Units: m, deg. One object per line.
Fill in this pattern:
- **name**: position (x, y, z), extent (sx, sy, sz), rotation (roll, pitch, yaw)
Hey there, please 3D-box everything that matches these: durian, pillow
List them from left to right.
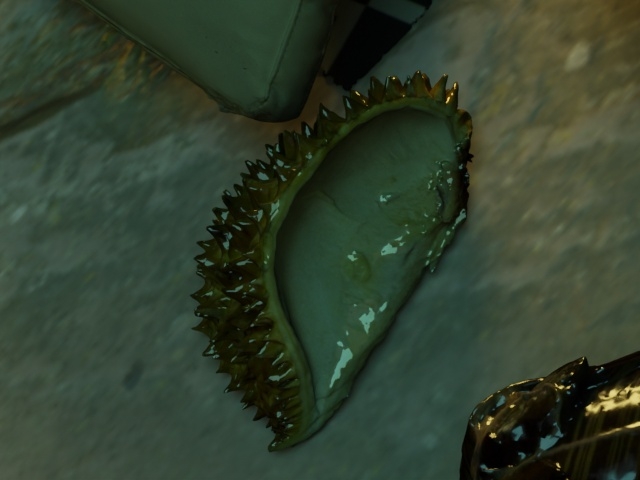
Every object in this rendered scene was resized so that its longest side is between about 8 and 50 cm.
- **pillow**: position (-0.092, -0.248, 0.978), extent (0.322, 0.120, 0.255), rotation (36, 109, 32)
- **durian**: position (0.000, 0.000, 0.947), extent (0.139, 0.144, 0.252), rotation (39, 76, -16)

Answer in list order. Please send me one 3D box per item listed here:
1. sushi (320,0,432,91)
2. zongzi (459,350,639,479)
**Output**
- **sushi**: position (0.015, -0.322, 1.046), extent (0.339, 0.069, 0.320), rotation (-45, 68, -3)
- **zongzi**: position (0.238, 0.062, 0.838), extent (0.289, 0.154, 0.317), rotation (10, 60, 11)
